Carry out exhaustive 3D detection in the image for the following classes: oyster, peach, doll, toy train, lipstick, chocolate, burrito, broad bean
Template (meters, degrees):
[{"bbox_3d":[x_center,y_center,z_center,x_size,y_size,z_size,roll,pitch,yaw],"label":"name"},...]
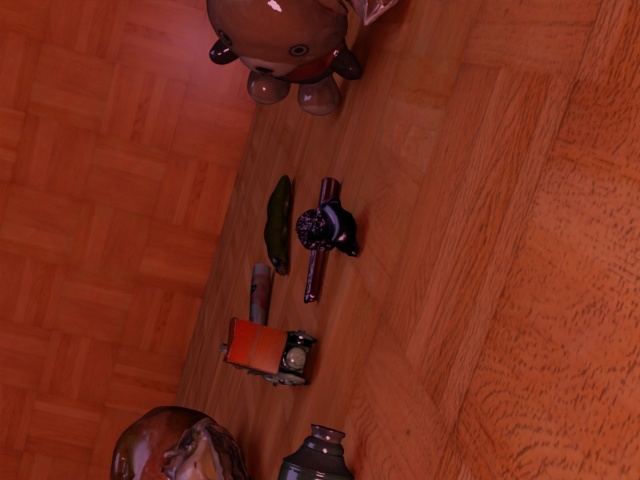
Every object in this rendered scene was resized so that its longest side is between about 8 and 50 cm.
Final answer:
[{"bbox_3d":[-0.154,0.390,1.216,0.275,0.100,0.271,-14,55,52],"label":"oyster"},{"bbox_3d":[-0.251,0.397,1.415,0.236,0.214,0.214,-84,13,-56],"label":"peach"},{"bbox_3d":[-0.045,-0.304,1.218,0.330,0.234,0.174,47,-117,-76],"label":"doll"},{"bbox_3d":[-0.074,0.143,1.086,0.176,0.118,0.074,153,134,-73],"label":"toy train"},{"bbox_3d":[0.000,0.000,1.141,0.027,0.027,0.177,132,149,-68],"label":"lipstick"},{"bbox_3d":[0.016,-0.018,1.019,0.070,0.072,0.147,-36,10,-18],"label":"chocolate"},{"bbox_3d":[0.065,-0.389,1.196,0.117,0.076,0.392,-51,19,17],"label":"burrito"},{"bbox_3d":[-0.077,-0.025,1.520,0.060,0.043,0.298,-55,22,33],"label":"broad bean"}]

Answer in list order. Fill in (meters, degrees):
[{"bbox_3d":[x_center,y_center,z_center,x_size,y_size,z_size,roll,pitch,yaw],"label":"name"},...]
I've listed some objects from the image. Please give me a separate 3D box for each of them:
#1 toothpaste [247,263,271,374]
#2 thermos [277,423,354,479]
[{"bbox_3d":[-0.113,0.137,1.515,0.056,0.036,0.205,122,155,-53],"label":"toothpaste"},{"bbox_3d":[-0.010,0.262,0.759,0.073,0.083,0.188,1,74,56],"label":"thermos"}]
